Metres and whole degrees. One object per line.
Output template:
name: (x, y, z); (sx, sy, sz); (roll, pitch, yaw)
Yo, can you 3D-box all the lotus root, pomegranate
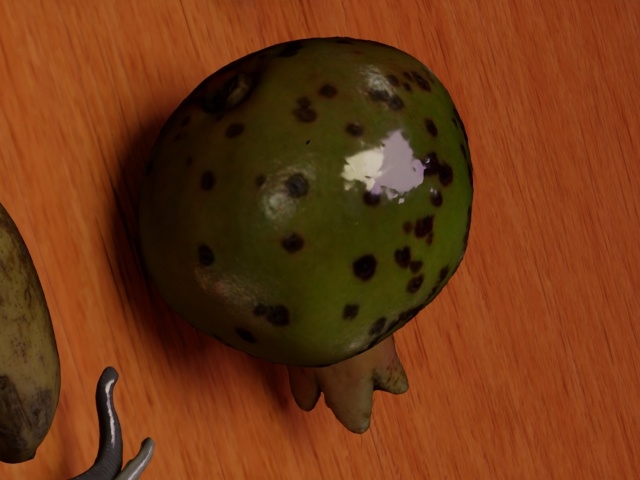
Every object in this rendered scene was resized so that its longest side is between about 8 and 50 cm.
lotus root: (-0.186, 0.035, 0.871); (0.080, 0.089, 0.179); (-31, 114, -26)
pomegranate: (0.008, -0.015, 1.112); (0.286, 0.230, 0.231); (47, 40, -59)

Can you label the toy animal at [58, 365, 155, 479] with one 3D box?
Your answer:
toy animal: (-0.145, 0.198, 0.888); (0.137, 0.082, 0.269); (66, 32, -22)
